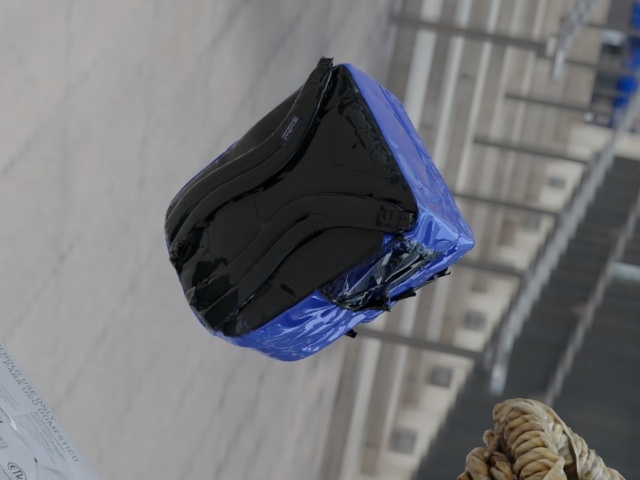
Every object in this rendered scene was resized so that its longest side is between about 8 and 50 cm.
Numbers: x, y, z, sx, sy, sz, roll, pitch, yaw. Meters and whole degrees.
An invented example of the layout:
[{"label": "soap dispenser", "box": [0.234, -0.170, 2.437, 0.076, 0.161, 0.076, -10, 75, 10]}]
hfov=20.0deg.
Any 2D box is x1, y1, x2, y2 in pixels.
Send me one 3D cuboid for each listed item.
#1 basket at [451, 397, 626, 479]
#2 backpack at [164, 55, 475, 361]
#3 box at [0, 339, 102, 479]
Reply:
[{"label": "basket", "box": [0.152, 0.240, 0.725, 0.223, 0.213, 0.299, -52, 124, -12]}, {"label": "backpack", "box": [0.000, 0.000, 0.810, 0.101, 0.120, 0.098, 33, 27, -53]}, {"label": "box", "box": [-0.249, 0.149, 0.798, 0.290, 0.169, 0.087, -41, 169, 13]}]
